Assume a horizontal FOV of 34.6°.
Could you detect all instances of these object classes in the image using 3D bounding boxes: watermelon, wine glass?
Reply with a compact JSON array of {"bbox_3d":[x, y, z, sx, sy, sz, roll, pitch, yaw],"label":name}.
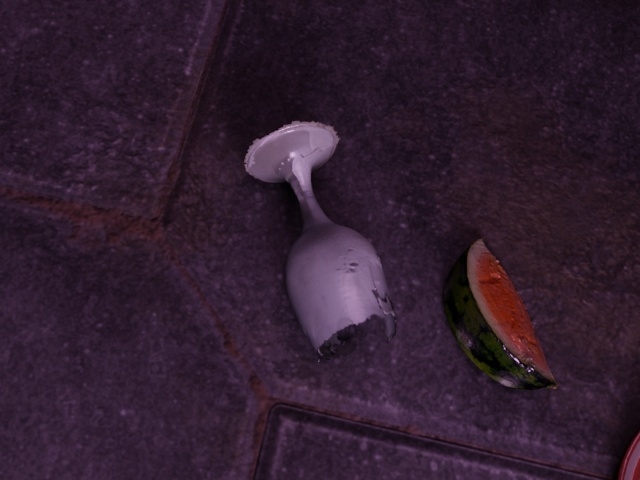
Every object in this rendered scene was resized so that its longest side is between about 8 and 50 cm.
[{"bbox_3d":[0.239,0.104,1.413,0.119,0.063,0.245,-3,54,-32],"label":"watermelon"},{"bbox_3d":[0.000,0.000,1.382,0.143,0.143,0.321,-10,64,-15],"label":"wine glass"}]

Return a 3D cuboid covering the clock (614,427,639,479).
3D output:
[{"bbox_3d":[0.513,0.318,1.248,0.318,0.080,0.319,-19,48,23],"label":"clock"}]
